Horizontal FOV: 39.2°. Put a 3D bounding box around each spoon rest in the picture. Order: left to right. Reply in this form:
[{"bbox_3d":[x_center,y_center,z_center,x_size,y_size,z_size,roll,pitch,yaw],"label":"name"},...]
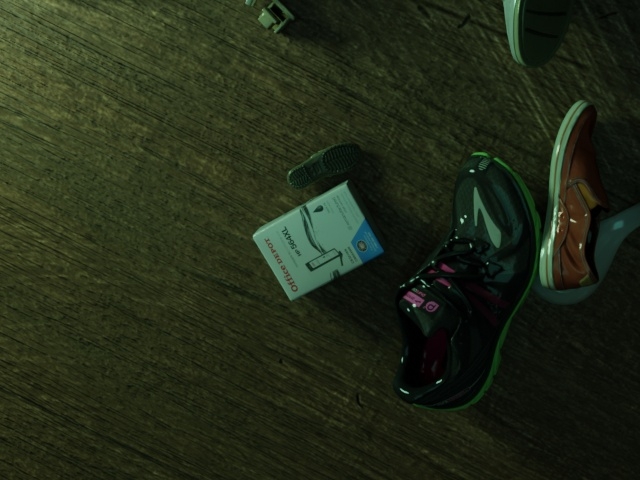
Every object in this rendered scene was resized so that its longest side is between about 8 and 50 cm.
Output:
[{"bbox_3d":[0.494,0.016,1.613,0.276,0.084,0.137,-37,94,27],"label":"spoon rest"}]

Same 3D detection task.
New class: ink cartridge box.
[{"bbox_3d":[0.000,0.000,1.662,0.203,0.086,0.148,-29,97,12],"label":"ink cartridge box"}]

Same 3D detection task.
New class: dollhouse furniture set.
[{"bbox_3d":[-0.104,-0.443,1.529,0.161,0.182,0.101,45,104,-3],"label":"dollhouse furniture set"}]

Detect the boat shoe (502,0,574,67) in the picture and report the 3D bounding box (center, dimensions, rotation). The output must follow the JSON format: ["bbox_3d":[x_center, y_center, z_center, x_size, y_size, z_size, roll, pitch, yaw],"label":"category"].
[{"bbox_3d":[0.352,-0.442,1.508,0.113,0.103,0.302,-1,100,-25],"label":"boat shoe"}]

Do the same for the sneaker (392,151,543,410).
[{"bbox_3d":[0.245,0.087,1.570,0.185,0.202,0.482,23,108,46],"label":"sneaker"}]

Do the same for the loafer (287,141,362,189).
[{"bbox_3d":[0.005,-0.141,1.652,0.148,0.050,0.056,-22,102,-4],"label":"loafer"}]

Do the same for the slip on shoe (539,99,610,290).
[{"bbox_3d":[0.448,-0.075,1.539,0.101,0.123,0.331,5,84,29],"label":"slip on shoe"}]
